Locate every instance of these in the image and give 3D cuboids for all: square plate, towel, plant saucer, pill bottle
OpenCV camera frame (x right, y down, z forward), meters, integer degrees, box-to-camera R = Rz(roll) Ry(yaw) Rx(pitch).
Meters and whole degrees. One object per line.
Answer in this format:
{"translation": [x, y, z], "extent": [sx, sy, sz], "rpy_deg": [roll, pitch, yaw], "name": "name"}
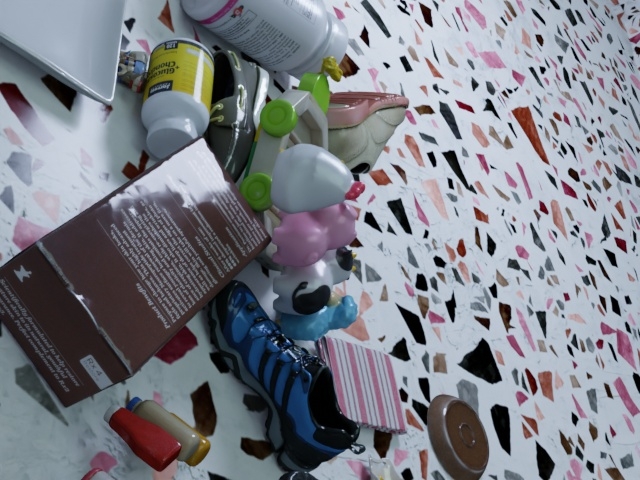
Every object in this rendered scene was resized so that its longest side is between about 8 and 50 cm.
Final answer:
{"translation": [-0.429, -0.395, 1.481], "extent": [0.344, 0.049, 0.347], "rpy_deg": [31, 44, -36], "name": "square plate"}
{"translation": [0.066, 0.240, 1.690], "extent": [0.197, 0.029, 0.144], "rpy_deg": [22, 49, -47], "name": "towel"}
{"translation": [0.254, 0.352, 1.851], "extent": [0.168, 0.029, 0.168], "rpy_deg": [31, 43, -35], "name": "plant saucer"}
{"translation": [-0.092, -0.400, 1.829], "extent": [0.283, 0.160, 0.160], "rpy_deg": [28, 45, -39], "name": "pill bottle"}
{"translation": [-0.219, -0.214, 1.575], "extent": [0.103, 0.103, 0.184], "rpy_deg": [33, 42, -35], "name": "pill bottle"}

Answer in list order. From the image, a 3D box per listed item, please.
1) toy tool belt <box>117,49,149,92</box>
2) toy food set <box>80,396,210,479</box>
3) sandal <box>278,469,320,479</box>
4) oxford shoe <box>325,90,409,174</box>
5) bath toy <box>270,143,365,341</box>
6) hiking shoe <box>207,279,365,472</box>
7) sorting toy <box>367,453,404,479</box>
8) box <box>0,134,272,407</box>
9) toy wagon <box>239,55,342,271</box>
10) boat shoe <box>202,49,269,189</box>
{"translation": [-0.293, -0.258, 1.569], "extent": [0.051, 0.052, 0.083], "rpy_deg": [13, 45, -9], "name": "toy tool belt"}
{"translation": [-0.232, 0.262, 1.217], "extent": [0.104, 0.111, 0.232], "rpy_deg": [34, 42, 16], "name": "toy food set"}
{"translation": [0.009, 0.516, 1.359], "extent": [0.167, 0.107, 0.446], "rpy_deg": [-41, 113, -58], "name": "sandal"}
{"translation": [0.066, -0.205, 1.961], "extent": [0.397, 0.140, 0.147], "rpy_deg": [-26, 118, -61], "name": "oxford shoe"}
{"translation": [0.000, 0.000, 1.514], "extent": [0.348, 0.129, 0.151], "rpy_deg": [90, 10, -47], "name": "bath toy"}
{"translation": [-0.046, 0.180, 1.486], "extent": [0.304, 0.132, 0.113], "rpy_deg": [60, 33, 0], "name": "hiking shoe"}
{"translation": [0.099, 0.373, 1.622], "extent": [0.083, 0.045, 0.075], "rpy_deg": [23, 41, -42], "name": "sorting toy"}
{"translation": [-0.237, 0.027, 1.346], "extent": [0.191, 0.143, 0.381], "rpy_deg": [56, 32, -8], "name": "box"}
{"translation": [-0.040, -0.128, 1.627], "extent": [0.267, 0.068, 0.344], "rpy_deg": [48, 54, -67], "name": "toy wagon"}
{"translation": [-0.151, -0.189, 1.649], "extent": [0.091, 0.109, 0.305], "rpy_deg": [33, 39, -28], "name": "boat shoe"}
